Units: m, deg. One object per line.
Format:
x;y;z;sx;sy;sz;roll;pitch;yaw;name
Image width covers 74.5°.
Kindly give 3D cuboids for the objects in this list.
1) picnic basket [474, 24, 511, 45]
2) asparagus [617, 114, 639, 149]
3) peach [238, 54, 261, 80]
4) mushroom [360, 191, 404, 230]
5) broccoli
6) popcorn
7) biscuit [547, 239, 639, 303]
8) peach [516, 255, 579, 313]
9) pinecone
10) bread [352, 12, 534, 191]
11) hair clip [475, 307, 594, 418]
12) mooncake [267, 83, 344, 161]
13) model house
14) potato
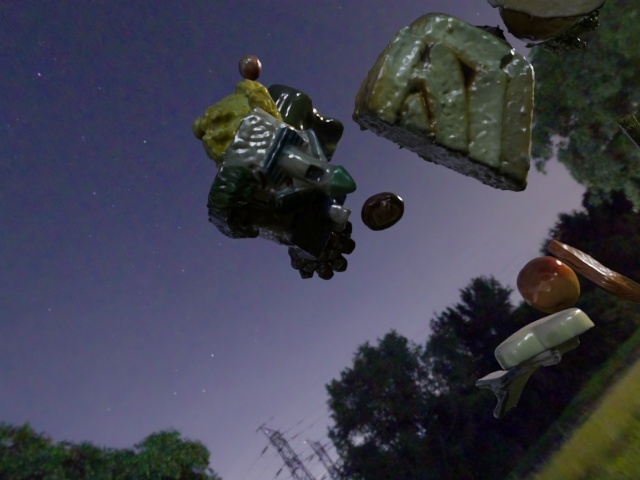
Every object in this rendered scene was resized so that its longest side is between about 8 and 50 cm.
0.431;-0.416;1.237;0.337;0.293;0.338;-7;-61;-13;picnic basket
0.552;-0.098;0.654;0.024;0.248;0.025;-42;1;21;asparagus
-0.233;-0.572;1.402;0.083;0.083;0.083;-32;-33;-24;peach
0.175;-0.078;1.184;0.127;0.087;0.127;-7;-51;-8;mushroom
0.957;-0.914;1.678;0.334;0.324;0.272;-43;-19;-21;broccoli
-0.223;-0.311;1.229;0.250;0.235;0.242;-37;-71;-5;popcorn
0.611;0.072;0.921;0.186;0.192;0.036;11;-63;-32;biscuit
0.718;0.143;1.325;0.184;0.184;0.184;-32;-33;-24;peach
0.000;0.000;1.221;0.202;0.229;0.201;0;-7;0;pinecone
0.284;-0.289;0.865;0.239;0.395;0.264;-113;46;-84;bread
0.300;0.161;0.588;0.159;0.071;0.219;-18;-35;-29;hair clip
-0.095;-0.433;1.614;0.351;0.351;0.188;25;-89;-59;mooncake
-0.066;-0.098;0.928;0.298;0.284;0.244;115;175;-75;model house
0.548;-0.651;1.036;0.237;0.300;0.289;-40;-27;-62;potato
